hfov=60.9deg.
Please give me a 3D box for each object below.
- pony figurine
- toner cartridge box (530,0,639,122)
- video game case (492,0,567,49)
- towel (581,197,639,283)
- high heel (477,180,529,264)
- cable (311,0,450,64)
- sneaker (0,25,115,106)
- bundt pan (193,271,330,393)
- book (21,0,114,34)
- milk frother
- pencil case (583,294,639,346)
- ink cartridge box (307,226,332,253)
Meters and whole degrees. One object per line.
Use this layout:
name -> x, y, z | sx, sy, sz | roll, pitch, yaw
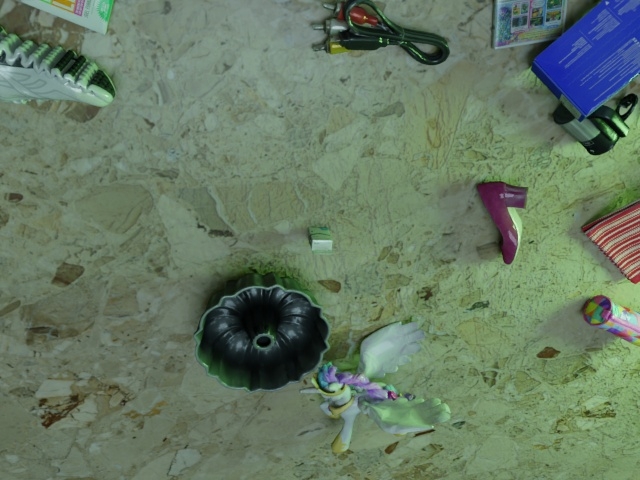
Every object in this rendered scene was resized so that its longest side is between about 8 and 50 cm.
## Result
pony figurine -> 0.142, 0.420, 1.456 | 0.351, 0.303, 0.363 | -15, 137, 1
toner cartridge box -> 0.628, -0.423, 1.115 | 0.348, 0.075, 0.165 | -40, 82, 14
video game case -> 0.434, -0.482, 1.128 | 0.157, 0.019, 0.143 | -11, 121, -6
towel -> 0.849, 0.002, 1.433 | 0.275, 0.031, 0.199 | 36, 129, -26
high heel -> 0.444, -0.040, 1.361 | 0.117, 0.082, 0.244 | 9, 138, 20
cable -> 0.130, -0.418, 1.073 | 0.287, 0.072, 0.139 | -3, 147, -17
sneaker -> -0.528, -0.302, 1.004 | 0.292, 0.110, 0.118 | 18, 122, -11
bundt pan -> -0.145, 0.215, 1.347 | 0.331, 0.124, 0.331 | -5, 119, -9
book -> -0.448, -0.445, 0.975 | 0.144, 0.035, 0.096 | 16, 119, -20
milk frother -> 0.632, -0.293, 1.238 | 0.135, 0.129, 0.143 | 31, 66, -25
pencil case -> 0.872, 0.235, 1.569 | 0.236, 0.104, 0.104 | 21, 113, -20
ink cartridge box -> 0.000, 0.000, 1.277 | 0.048, 0.083, 0.028 | 0, 119, -11
